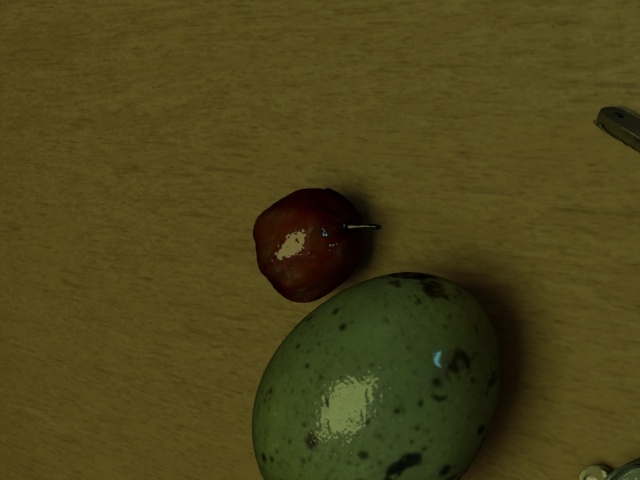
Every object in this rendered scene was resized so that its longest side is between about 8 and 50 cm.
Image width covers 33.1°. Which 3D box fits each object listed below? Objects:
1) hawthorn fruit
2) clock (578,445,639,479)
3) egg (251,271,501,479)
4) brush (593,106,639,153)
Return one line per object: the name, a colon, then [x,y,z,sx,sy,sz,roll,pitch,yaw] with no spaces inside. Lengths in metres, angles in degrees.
hawthorn fruit: [0.000,0.000,1.516,0.194,0.157,0.157,-19,81,32]
clock: [0.393,0.324,1.241,0.229,0.063,0.155,25,112,38]
egg: [0.071,0.205,1.379,0.287,0.287,0.379,44,109,31]
brush: [0.425,-0.043,1.172,0.327,0.070,0.065,43,132,32]
